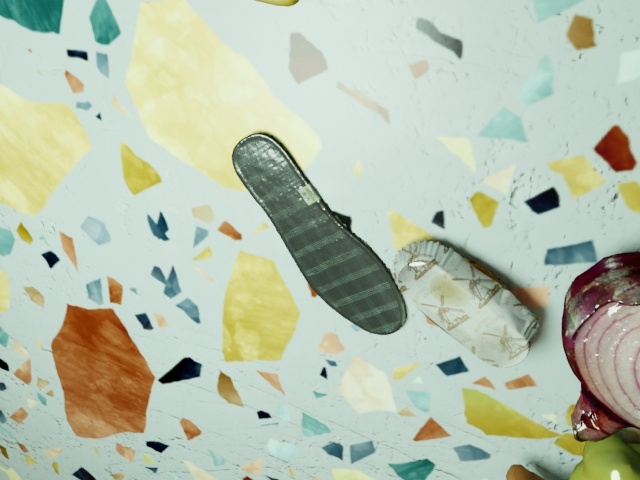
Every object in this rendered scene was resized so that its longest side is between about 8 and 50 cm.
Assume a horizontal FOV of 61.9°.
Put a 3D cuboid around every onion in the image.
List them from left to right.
[{"bbox_3d":[0.326,0.121,0.537,0.195,0.140,0.218,26,123,9],"label":"onion"}]

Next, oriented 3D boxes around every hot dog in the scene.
[{"bbox_3d":[0.165,0.072,0.619,0.192,0.053,0.099,37,122,1],"label":"hot dog"}]

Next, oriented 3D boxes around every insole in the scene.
[{"bbox_3d":[0.000,0.000,0.662,0.110,0.012,0.309,-26,107,31],"label":"insole"}]

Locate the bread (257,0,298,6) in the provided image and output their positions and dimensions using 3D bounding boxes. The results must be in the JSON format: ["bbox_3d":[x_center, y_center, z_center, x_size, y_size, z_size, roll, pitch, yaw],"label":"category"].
[{"bbox_3d":[-0.135,-0.314,0.489,0.305,0.091,0.142,19,141,9],"label":"bread"}]

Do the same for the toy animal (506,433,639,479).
[{"bbox_3d":[0.396,0.318,0.586,0.338,0.191,0.216,-30,104,30],"label":"toy animal"}]
